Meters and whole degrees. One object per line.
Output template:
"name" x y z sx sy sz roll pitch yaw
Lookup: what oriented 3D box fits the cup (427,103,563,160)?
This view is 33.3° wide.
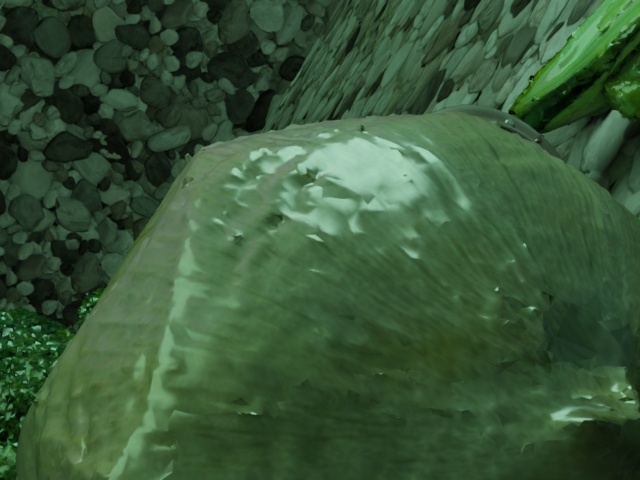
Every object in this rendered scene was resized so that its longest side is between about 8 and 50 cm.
"cup" 0.062 0.029 0.970 0.288 0.208 0.273 -25 -4 -32

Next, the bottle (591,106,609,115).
"bottle" 0.254 -0.153 1.058 0.101 0.063 0.047 -106 19 -74

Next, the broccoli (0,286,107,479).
"broccoli" -0.145 0.210 0.859 0.310 0.413 0.321 -57 18 -14

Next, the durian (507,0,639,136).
"durian" 0.277 -0.171 0.889 0.375 0.107 0.132 -49 21 36

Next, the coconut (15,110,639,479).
"coconut" 0.041 0.118 0.596 0.404 0.405 0.404 -55 15 23
